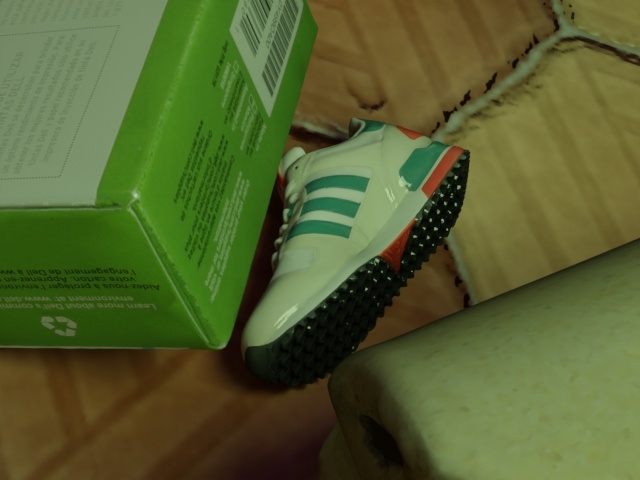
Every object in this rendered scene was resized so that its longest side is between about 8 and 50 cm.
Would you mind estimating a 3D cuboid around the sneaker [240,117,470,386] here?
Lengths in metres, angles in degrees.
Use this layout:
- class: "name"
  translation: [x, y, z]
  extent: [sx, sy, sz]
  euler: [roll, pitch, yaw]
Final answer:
- class: "sneaker"
  translation: [0.000, 0.000, 0.718]
  extent: [0.075, 0.057, 0.161]
  euler: [28, 52, 22]

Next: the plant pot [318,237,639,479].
- class: "plant pot"
  translation: [0.174, 0.110, 0.556]
  extent: [0.305, 0.334, 0.333]
  euler: [-13, 62, -14]

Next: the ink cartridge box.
- class: "ink cartridge box"
  translation: [-0.150, -0.055, 0.680]
  extent: [0.255, 0.097, 0.188]
  euler: [-2, 50, 21]
